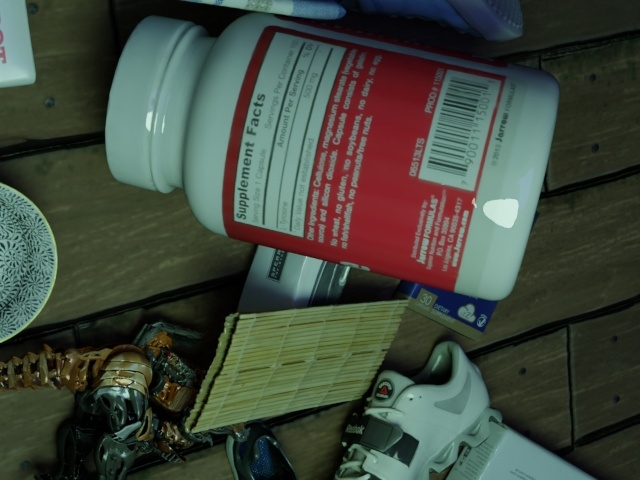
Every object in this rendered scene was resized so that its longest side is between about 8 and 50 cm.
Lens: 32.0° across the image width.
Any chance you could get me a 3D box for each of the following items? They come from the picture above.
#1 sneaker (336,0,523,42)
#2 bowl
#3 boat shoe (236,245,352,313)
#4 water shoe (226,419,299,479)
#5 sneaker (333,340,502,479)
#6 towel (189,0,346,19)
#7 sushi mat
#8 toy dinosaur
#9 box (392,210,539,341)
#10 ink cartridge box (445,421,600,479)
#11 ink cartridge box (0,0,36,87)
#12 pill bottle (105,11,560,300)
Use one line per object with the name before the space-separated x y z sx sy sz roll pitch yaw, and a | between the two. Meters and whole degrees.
sneaker | 0.097 -0.309 1.264 0.366 0.150 0.135 22 59 -49
bowl | -0.353 0.016 1.094 0.170 0.080 0.170 -7 105 -28
boat shoe | 0.000 0.000 1.275 0.102 0.108 0.301 16 93 -52
water shoe | -0.056 0.309 1.327 0.073 0.080 0.203 -31 114 -20
sneaker | 0.078 0.242 1.364 0.330 0.122 0.146 -37 111 -35
towel | -0.143 -0.261 1.074 0.285 0.209 0.034 2 111 -30
sushi mat | -0.017 0.134 1.255 0.316 0.019 0.151 -1 119 -53
toy dinosaur | -0.221 0.186 1.197 0.322 0.164 0.218 13 80 -13
box | 0.195 0.003 1.425 0.136 0.036 0.225 26 87 -31
ink cartridge box | 0.263 0.449 1.547 0.324 0.071 0.330 33 88 -31
ink cartridge box | -0.424 -0.230 0.969 0.306 0.131 0.226 -12 107 -25
pill bottle | 0.011 -0.095 1.093 0.407 0.229 0.229 14 96 8
